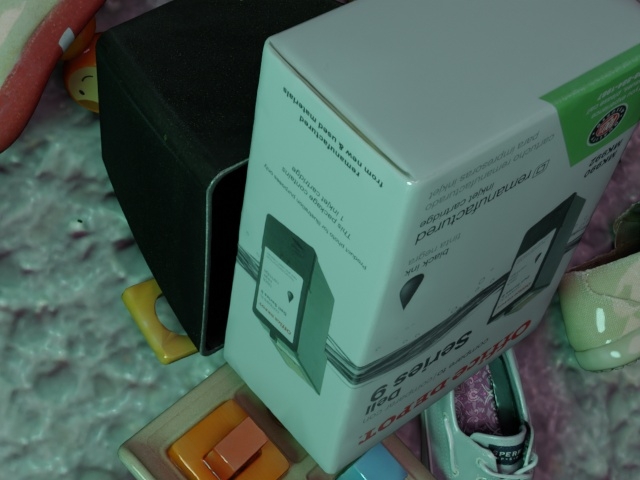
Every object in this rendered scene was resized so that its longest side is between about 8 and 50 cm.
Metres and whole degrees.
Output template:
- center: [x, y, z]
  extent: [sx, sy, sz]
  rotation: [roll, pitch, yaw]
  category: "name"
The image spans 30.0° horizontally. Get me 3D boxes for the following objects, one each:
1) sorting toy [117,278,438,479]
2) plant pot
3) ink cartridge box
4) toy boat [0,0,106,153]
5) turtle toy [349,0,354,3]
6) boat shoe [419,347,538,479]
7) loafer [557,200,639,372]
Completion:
- center: [-0.013, 0.152, 0.805]
  extent: [0.347, 0.047, 0.196]
  rotation: [47, 44, 7]
  category: "sorting toy"
- center: [-0.053, -0.069, 0.809]
  extent: [0.188, 0.187, 0.167]
  rotation: [-32, 62, -28]
  category: "plant pot"
- center: [0.065, -0.017, 0.728]
  extent: [0.211, 0.289, 0.121]
  rotation: [-30, 62, -29]
  category: "ink cartridge box"
- center: [-0.181, -0.146, 0.833]
  extent: [0.151, 0.151, 0.231]
  rotation: [48, 67, -35]
  category: "toy boat"
- center: [0.061, -0.225, 0.944]
  extent: [0.130, 0.066, 0.095]
  rotation: [23, 73, -4]
  category: "turtle toy"
- center: [0.119, 0.149, 0.884]
  extent: [0.079, 0.081, 0.227]
  rotation: [-9, 82, -19]
  category: "boat shoe"
- center: [0.295, -0.003, 0.958]
  extent: [0.268, 0.102, 0.092]
  rotation: [-37, 98, -20]
  category: "loafer"
